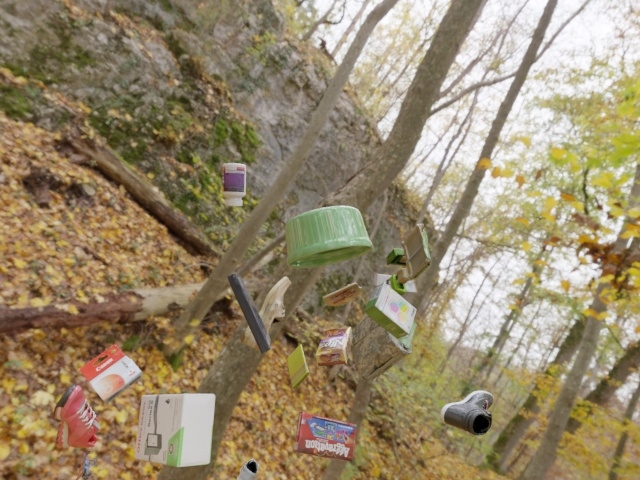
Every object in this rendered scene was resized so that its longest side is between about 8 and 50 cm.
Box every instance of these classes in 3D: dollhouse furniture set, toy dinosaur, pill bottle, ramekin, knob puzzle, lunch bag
[{"bbox_3d":[0.428,0.088,1.836,0.152,0.197,0.301,7,-36,-18],"label":"dollhouse furniture set"},{"bbox_3d":[-0.744,0.709,1.346,0.090,0.047,0.082,9,31,-52],"label":"toy dinosaur"},{"bbox_3d":[-0.403,-0.258,1.982,0.108,0.193,0.108,2,4,0],"label":"pill bottle"},{"bbox_3d":[0.020,-0.010,1.483,0.304,0.148,0.303,-11,-12,-2],"label":"ramekin"},{"bbox_3d":[0.109,0.263,2.056,0.213,0.213,0.029,63,3,-61],"label":"knob puzzle"},{"bbox_3d":[0.305,0.536,2.155,0.213,0.305,0.256,31,29,-26],"label":"lunch bag"}]

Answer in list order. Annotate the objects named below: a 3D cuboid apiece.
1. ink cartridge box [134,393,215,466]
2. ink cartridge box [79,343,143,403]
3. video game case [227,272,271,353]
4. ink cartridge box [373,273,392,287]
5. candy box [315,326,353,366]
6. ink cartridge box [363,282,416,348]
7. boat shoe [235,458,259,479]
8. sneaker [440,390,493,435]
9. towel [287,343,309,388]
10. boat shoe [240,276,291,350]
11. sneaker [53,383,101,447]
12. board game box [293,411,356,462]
[{"bbox_3d":[-0.462,0.589,1.340,0.273,0.198,0.115,-19,-27,39],"label":"ink cartridge box"},{"bbox_3d":[-0.740,0.459,1.498,0.179,0.145,0.045,39,-36,20],"label":"ink cartridge box"},{"bbox_3d":[-0.244,0.246,1.482,0.248,0.035,0.274,133,-68,-81],"label":"video game case"},{"bbox_3d":[0.356,0.212,2.185,0.151,0.063,0.109,9,-5,-2],"label":"ink cartridge box"},{"bbox_3d":[0.056,0.398,1.606,0.109,0.186,0.053,-9,-72,14],"label":"candy box"},{"bbox_3d":[0.252,0.249,1.408,0.209,0.109,0.062,41,-43,-10],"label":"ink cartridge box"},{"bbox_3d":[-0.288,0.955,1.760,0.079,0.081,0.227,35,-13,8],"label":"boat shoe"},{"bbox_3d":[0.608,0.663,1.621,0.296,0.104,0.147,-2,6,-35],"label":"sneaker"},{"bbox_3d":[-0.103,0.573,1.945,0.021,0.102,0.237,42,5,-19],"label":"towel"},{"bbox_3d":[-0.206,0.311,1.820,0.110,0.341,0.121,29,-26,6],"label":"boat shoe"},{"bbox_3d":[-0.847,0.627,1.514,0.136,0.115,0.313,15,-59,-3],"label":"sneaker"},{"bbox_3d":[0.025,0.783,1.689,0.281,0.144,0.027,26,-32,-29],"label":"board game box"}]
